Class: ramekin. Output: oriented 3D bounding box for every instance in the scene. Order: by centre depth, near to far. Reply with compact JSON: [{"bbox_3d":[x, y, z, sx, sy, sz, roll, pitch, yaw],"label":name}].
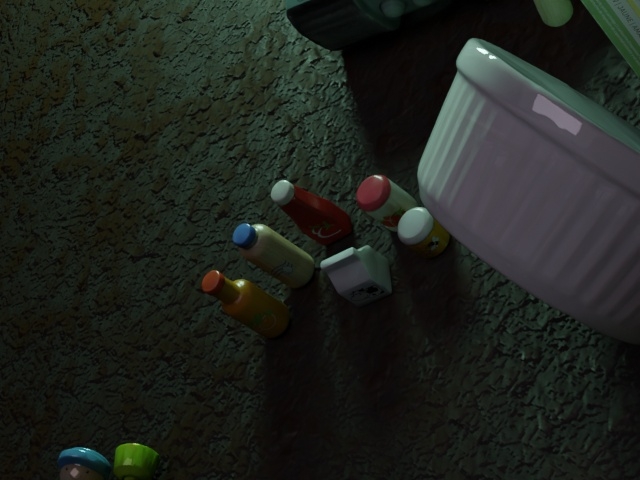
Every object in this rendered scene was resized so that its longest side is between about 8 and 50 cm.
[{"bbox_3d":[0.198,-0.032,0.971,0.127,0.273,0.273,-59,41,14],"label":"ramekin"}]

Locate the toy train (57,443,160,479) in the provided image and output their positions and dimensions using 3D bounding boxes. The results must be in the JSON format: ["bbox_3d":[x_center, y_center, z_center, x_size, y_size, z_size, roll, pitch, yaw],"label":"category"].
[{"bbox_3d":[-0.192,0.264,1.257,0.248,0.105,0.143,-18,41,34],"label":"toy train"}]

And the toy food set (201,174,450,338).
[{"bbox_3d":[0.000,0.000,1.233,0.232,0.104,0.111,-25,50,29],"label":"toy food set"}]

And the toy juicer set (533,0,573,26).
[{"bbox_3d":[0.209,-0.317,1.152,0.090,0.209,0.329,10,51,29],"label":"toy juicer set"}]

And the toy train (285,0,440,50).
[{"bbox_3d":[0.098,-0.328,1.339,0.334,0.142,0.190,-14,68,34],"label":"toy train"}]

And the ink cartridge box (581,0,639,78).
[{"bbox_3d":[0.332,-0.239,1.033,0.235,0.171,0.056,-22,45,31],"label":"ink cartridge box"}]
